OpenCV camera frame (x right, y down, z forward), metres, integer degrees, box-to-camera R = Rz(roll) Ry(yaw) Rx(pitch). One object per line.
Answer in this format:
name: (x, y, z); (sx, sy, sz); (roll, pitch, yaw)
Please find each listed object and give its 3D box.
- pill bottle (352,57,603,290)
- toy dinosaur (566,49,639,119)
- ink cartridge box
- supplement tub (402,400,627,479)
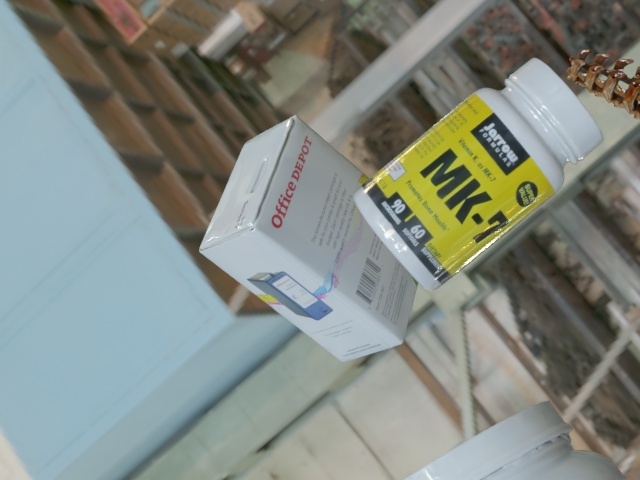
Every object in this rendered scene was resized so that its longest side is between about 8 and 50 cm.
pill bottle: (0.143, -0.062, 1.066); (0.119, 0.208, 0.119); (49, -174, -7)
toy dinosaur: (0.321, -0.094, 0.716); (0.164, 0.322, 0.218); (-85, -10, -59)
ink cartridge box: (0.000, 0.000, 1.207); (0.212, 0.093, 0.154); (40, -131, -28)
supplement tub: (0.192, 0.321, 0.966); (0.324, 0.235, 0.235); (59, -163, 16)
